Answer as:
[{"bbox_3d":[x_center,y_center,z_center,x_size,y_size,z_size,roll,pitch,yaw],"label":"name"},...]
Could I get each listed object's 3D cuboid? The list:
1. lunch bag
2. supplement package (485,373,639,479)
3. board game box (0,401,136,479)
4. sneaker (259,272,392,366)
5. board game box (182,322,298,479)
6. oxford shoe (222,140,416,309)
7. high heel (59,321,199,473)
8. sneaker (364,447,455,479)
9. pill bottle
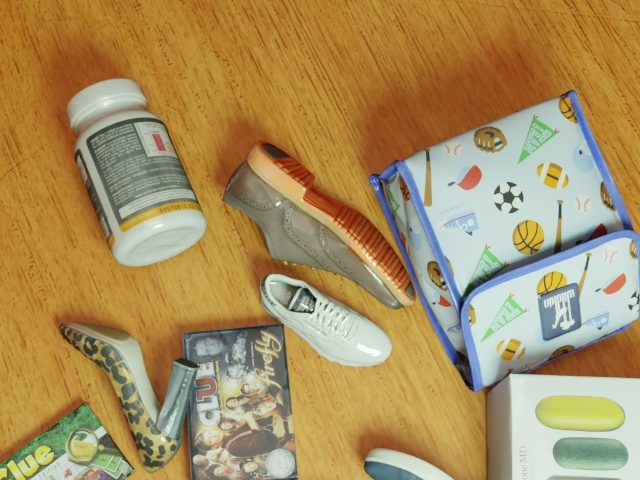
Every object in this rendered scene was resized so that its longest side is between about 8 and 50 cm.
[{"bbox_3d":[0.308,0.005,1.580,0.327,0.239,0.386,-21,90,-9],"label":"lunch bag"},{"bbox_3d":[0.393,0.315,1.490,0.262,0.198,0.199,2,72,-1],"label":"supplement package"},{"bbox_3d":[-0.428,0.380,1.536,0.259,0.030,0.136,-37,74,-13],"label":"board game box"},{"bbox_3d":[0.006,0.127,1.597,0.235,0.095,0.090,26,71,5],"label":"sneaker"},{"bbox_3d":[-0.127,0.259,1.576,0.165,0.042,0.243,-6,72,-3],"label":"board game box"},{"bbox_3d":[0.000,0.000,1.645,0.363,0.130,0.133,42,108,4],"label":"oxford shoe"},{"bbox_3d":[-0.323,0.241,1.568,0.261,0.093,0.186,19,97,22],"label":"high heel"},{"bbox_3d":[0.188,0.452,1.475,0.350,0.131,0.148,36,70,9],"label":"sneaker"},{"bbox_3d":[-0.305,-0.112,1.629,0.162,0.162,0.279,-22,74,-8],"label":"pill bottle"}]
